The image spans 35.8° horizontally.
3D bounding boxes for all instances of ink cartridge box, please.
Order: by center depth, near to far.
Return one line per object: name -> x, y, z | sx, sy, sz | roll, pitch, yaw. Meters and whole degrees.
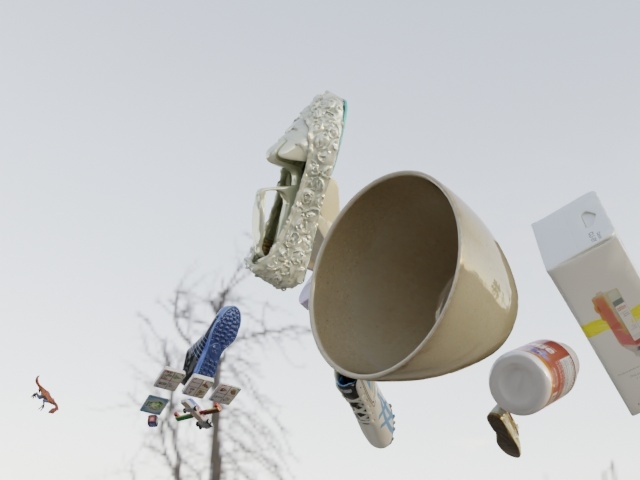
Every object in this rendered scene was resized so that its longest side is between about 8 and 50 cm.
ink cartridge box -> 0.610, 0.125, 2.080 | 0.160, 0.279, 0.385 | -29, -74, 14

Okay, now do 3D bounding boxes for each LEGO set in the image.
LEGO set -> -0.306, 0.359, 2.248 | 0.182, 0.060, 0.244 | 17, -45, -18

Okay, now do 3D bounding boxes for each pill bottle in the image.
pill bottle -> 0.412, 0.252, 1.875 | 0.121, 0.121, 0.216 | -12, -3, 33

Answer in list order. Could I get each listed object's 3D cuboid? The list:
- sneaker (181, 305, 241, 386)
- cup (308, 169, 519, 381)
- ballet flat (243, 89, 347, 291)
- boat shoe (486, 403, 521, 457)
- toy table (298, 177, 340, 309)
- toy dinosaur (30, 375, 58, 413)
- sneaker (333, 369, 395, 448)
sneaker -> -0.281, 0.261, 2.460 | 0.090, 0.232, 0.081 | 6, -28, 45
cup -> 0.176, 0.084, 1.571 | 0.237, 0.331, 0.331 | 22, -29, -35
ballet flat -> -0.053, -0.107, 1.917 | 0.147, 0.409, 0.147 | 13, -4, 1
boat shoe -> 0.366, 0.369, 1.928 | 0.050, 0.045, 0.135 | 7, -44, 38
toy table -> 0.000, 0.000, 2.195 | 0.161, 0.274, 0.252 | 41, -26, -13
toy dinosaur -> -0.680, 0.392, 2.451 | 0.082, 0.047, 0.090 | 15, -56, 38
sneaker -> 0.070, 0.278, 1.796 | 0.085, 0.237, 0.086 | -3, 21, 43
